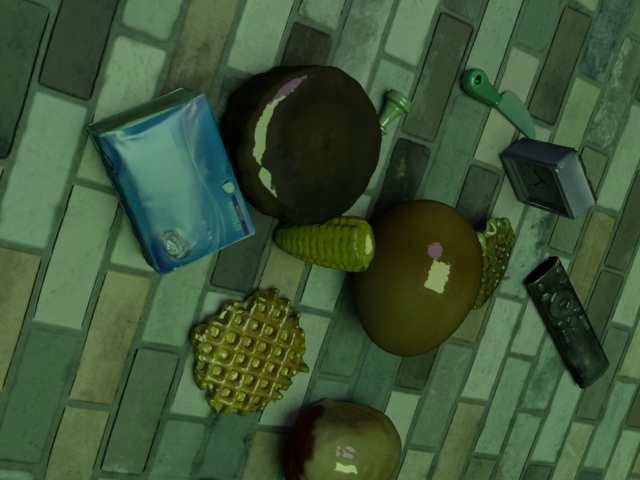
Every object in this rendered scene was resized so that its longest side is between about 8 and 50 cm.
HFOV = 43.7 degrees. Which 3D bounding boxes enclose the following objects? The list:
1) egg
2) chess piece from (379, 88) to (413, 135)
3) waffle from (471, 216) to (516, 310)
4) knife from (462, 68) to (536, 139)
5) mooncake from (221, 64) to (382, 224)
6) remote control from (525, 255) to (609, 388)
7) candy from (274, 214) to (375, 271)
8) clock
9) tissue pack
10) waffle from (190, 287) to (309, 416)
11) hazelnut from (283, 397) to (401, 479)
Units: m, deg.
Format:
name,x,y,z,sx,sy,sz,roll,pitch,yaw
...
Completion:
name,x,y,z,sx,sy,sz,roll,pitch,yaw
egg,0.191,0.077,1.594,0.250,0.250,0.323,10,100,-29
chess piece,0.118,-0.228,1.588,0.059,0.059,0.149,38,90,-30
waffle,0.362,0.052,1.750,0.204,0.054,0.223,23,93,-54
knife,0.397,-0.297,1.729,0.260,0.034,0.063,27,84,-37
mooncake,-0.039,-0.175,1.458,0.290,0.161,0.290,-8,108,-27
remote control,0.614,0.208,1.970,0.107,0.044,0.378,-41,119,-16
candy,0.000,0.000,1.518,0.094,0.198,0.106,28,70,-62
clock,0.489,-0.135,1.723,0.073,0.193,0.145,-36,116,-12
tissue pack,-0.252,-0.104,1.376,0.198,0.146,0.263,-26,115,-18
waffle,-0.137,0.225,1.584,0.245,0.052,0.254,-24,113,-21
hazelnut,0.042,0.442,1.654,0.261,0.241,0.261,-16,139,-14
